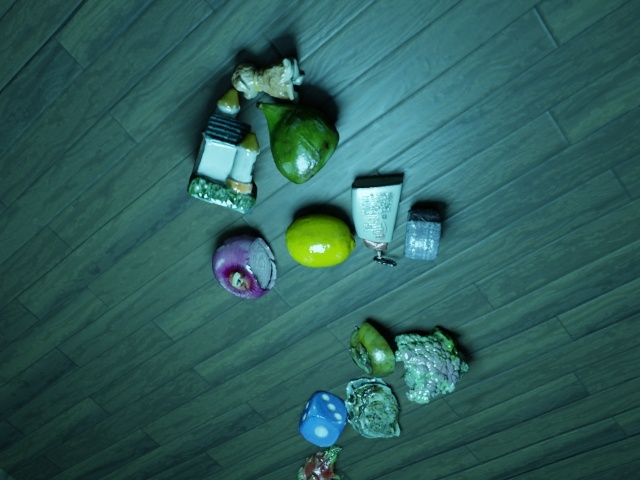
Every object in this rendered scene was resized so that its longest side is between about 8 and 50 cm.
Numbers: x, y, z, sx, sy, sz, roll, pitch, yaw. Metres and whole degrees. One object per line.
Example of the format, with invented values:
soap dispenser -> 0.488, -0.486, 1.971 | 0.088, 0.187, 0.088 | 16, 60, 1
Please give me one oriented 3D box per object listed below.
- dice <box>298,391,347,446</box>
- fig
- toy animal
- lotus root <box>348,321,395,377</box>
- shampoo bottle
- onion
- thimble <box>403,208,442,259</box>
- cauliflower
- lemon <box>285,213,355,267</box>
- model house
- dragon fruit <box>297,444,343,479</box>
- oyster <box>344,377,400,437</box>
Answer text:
dice -> 0.008, 0.652, 2.061 | 0.146, 0.146, 0.143 | 26, 119, -5
fig -> -0.076, -0.288, 1.497 | 0.235, 0.203, 0.203 | 43, 117, -16
toy animal -> -0.151, -0.433, 1.452 | 0.185, 0.184, 0.104 | 15, 80, 11
lotus root -> 0.152, 0.371, 1.850 | 0.077, 0.203, 0.183 | -21, 129, -30
shampoo bottle -> 0.174, -0.049, 1.674 | 0.153, 0.071, 0.284 | -3, 121, 8
onion -> -0.248, 0.084, 1.768 | 0.200, 0.201, 0.207 | -25, 145, 22
thimble -> 0.293, -0.017, 1.625 | 0.097, 0.150, 0.150 | 6, 121, 7
cauliflower -> 0.347, 0.426, 1.863 | 0.256, 0.239, 0.315 | -4, 145, -25
lemon -> 0.000, 0.000, 1.676 | 0.207, 0.170, 0.170 | 0, 120, 8
model house -> -0.237, -0.254, 1.539 | 0.190, 0.271, 0.301 | 14, 105, -11
dragon fruit -> 0.012, 0.900, 2.219 | 0.236, 0.135, 0.137 | -42, 101, 9
oyster -> 0.189, 0.616, 2.043 | 0.198, 0.112, 0.268 | -14, 110, -7
